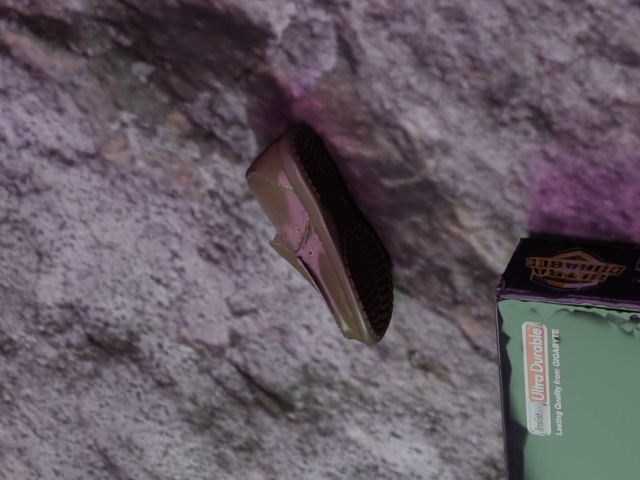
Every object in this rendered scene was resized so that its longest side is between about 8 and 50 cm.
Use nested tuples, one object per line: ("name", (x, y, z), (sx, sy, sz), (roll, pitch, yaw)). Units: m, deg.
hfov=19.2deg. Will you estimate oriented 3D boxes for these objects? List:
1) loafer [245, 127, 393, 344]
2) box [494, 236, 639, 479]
("loafer", (0.000, 0.000, 1.196), (0.050, 0.056, 0.148), (-17, 102, 32))
("box", (0.260, 0.149, 1.162), (0.293, 0.073, 0.295), (6, 123, 19))
